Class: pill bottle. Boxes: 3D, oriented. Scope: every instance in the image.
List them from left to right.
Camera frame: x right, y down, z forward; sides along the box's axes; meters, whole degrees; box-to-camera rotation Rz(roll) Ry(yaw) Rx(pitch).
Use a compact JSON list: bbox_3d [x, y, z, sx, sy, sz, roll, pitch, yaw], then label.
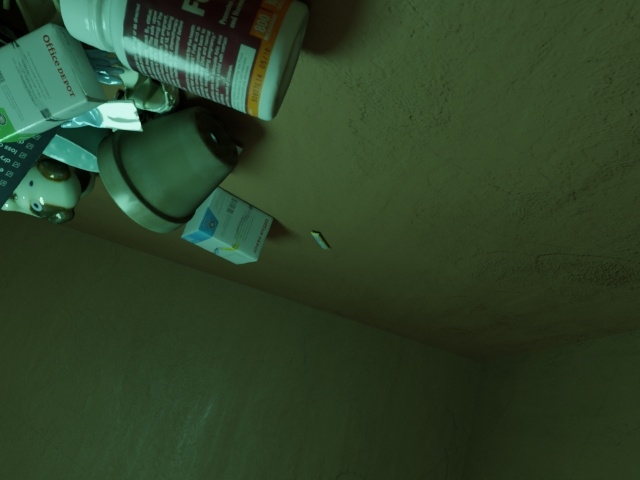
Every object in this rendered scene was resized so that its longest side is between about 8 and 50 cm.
[{"bbox_3d":[-0.238,-0.393,0.888,0.392,0.224,0.224,20,160,-5],"label":"pill bottle"}]

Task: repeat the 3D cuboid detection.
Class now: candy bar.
[{"bbox_3d":[0.000,0.000,2.005,0.040,0.018,0.161,9,157,24],"label":"candy bar"}]

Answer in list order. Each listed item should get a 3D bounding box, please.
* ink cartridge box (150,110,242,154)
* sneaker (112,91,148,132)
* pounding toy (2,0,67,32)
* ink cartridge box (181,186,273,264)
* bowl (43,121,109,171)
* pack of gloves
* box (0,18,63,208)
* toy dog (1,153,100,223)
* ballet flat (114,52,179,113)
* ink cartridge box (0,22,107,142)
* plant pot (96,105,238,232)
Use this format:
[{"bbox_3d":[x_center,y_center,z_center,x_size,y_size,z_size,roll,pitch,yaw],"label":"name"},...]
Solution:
[{"bbox_3d":[-0.405,-0.301,1.514,0.275,0.060,0.239,27,140,-21],"label":"ink cartridge box"},{"bbox_3d":[-0.582,-0.359,1.484,0.095,0.090,0.235,12,163,-12],"label":"sneaker"},{"bbox_3d":[-0.574,-0.518,0.997,0.181,0.206,0.094,-17,-173,36],"label":"pounding toy"},{"bbox_3d":[-0.371,-0.051,1.928,0.270,0.198,0.197,30,156,-28],"label":"ink cartridge box"},{"bbox_3d":[-0.802,-0.359,1.525,0.311,0.163,0.311,16,165,5],"label":"bowl"},{"bbox_3d":[-0.533,-0.345,1.091,0.232,0.046,0.195,3,137,5],"label":"pack of gloves"},{"bbox_3d":[-0.913,-0.330,1.097,0.297,0.472,0.480,44,-173,37],"label":"box"},{"bbox_3d":[-0.995,-0.200,1.794,0.395,0.284,0.408,6,-163,-23],"label":"toy dog"},{"bbox_3d":[-0.436,-0.403,1.162,0.147,0.147,0.409,19,160,-2],"label":"ballet flat"},{"bbox_3d":[-0.577,-0.316,0.983,0.219,0.160,0.092,-20,-169,8],"label":"ink cartridge box"},{"bbox_3d":[-0.398,-0.224,1.348,0.280,0.323,0.323,-28,140,19],"label":"plant pot"}]
